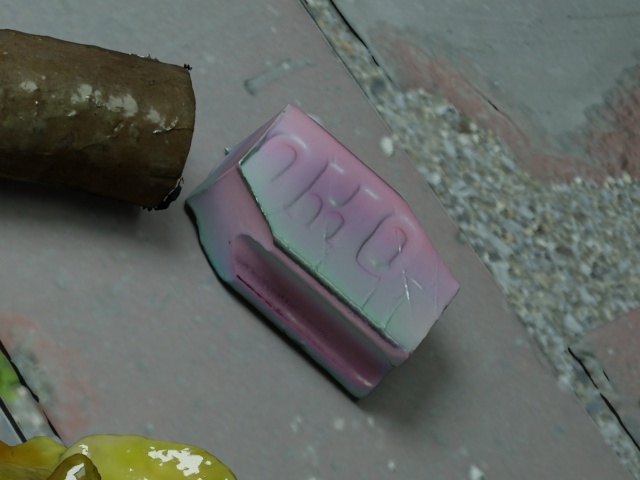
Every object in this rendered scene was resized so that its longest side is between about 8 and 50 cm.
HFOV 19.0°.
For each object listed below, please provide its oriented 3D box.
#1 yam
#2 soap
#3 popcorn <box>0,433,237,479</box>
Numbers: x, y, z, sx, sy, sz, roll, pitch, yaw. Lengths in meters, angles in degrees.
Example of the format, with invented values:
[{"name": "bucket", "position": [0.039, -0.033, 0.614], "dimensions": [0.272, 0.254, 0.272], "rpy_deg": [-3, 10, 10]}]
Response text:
[{"name": "yam", "position": [-0.131, -0.064, 0.977], "dimensions": [0.127, 0.084, 0.084], "rpy_deg": [12, 52, -30]}, {"name": "soap", "position": [0.000, 0.000, 1.032], "dimensions": [0.149, 0.056, 0.100], "rpy_deg": [42, 42, 0]}, {"name": "popcorn", "position": [-0.143, 0.177, 0.696], "dimensions": [0.286, 0.215, 0.252], "rpy_deg": [4, 94, -38]}]
